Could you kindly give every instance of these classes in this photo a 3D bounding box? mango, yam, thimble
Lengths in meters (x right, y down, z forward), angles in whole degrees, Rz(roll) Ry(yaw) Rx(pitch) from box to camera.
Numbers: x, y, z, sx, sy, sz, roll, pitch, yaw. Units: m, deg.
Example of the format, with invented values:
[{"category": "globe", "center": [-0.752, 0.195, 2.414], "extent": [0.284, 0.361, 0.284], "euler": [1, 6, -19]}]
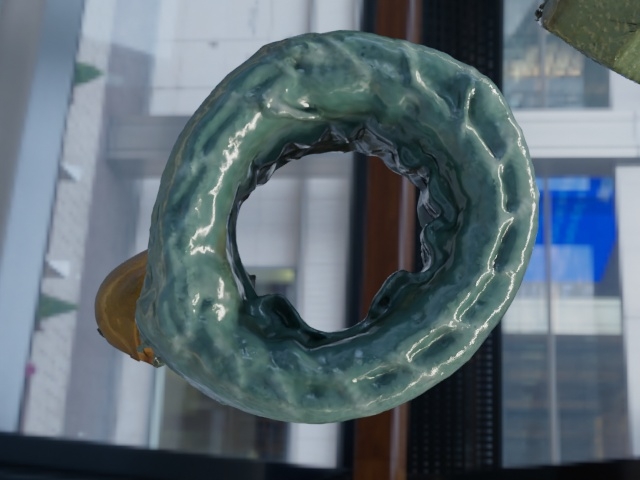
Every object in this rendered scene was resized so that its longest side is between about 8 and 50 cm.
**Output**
[{"category": "mango", "center": [-0.227, 0.069, 1.741], "extent": [0.166, 0.236, 0.136], "euler": [21, -39, 58]}, {"category": "yam", "center": [0.377, -0.299, 1.289], "extent": [0.201, 0.202, 0.271], "euler": [-25, 151, -54]}, {"category": "thimble", "center": [0.000, 0.000, 0.664], "extent": [0.198, 0.235, 0.143], "euler": [57, -8, 5]}]
